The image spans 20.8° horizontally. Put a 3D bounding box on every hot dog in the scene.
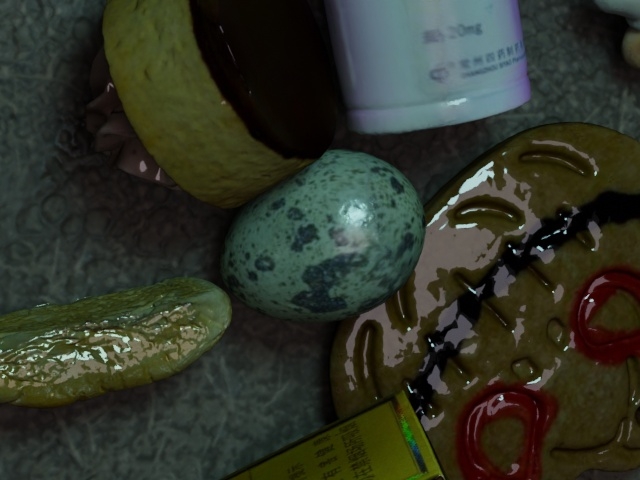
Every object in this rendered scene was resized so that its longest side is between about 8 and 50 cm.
[{"bbox_3d":[-0.187,0.086,1.362,0.242,0.084,0.073,-12,101,-16],"label":"hot dog"}]

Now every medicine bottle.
[{"bbox_3d":[0.072,-0.222,1.355,0.152,0.152,0.254,-13,103,-14],"label":"medicine bottle"}]

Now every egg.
[{"bbox_3d":[0.000,0.000,1.378,0.172,0.132,0.132,-22,106,17],"label":"egg"}]

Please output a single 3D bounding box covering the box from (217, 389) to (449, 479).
[{"bbox_3d":[-0.040,0.242,1.344,0.301,0.193,0.084,-26,105,1],"label":"box"}]

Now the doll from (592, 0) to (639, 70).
[{"bbox_3d":[0.369,-0.236,1.372,0.423,0.348,0.161,20,48,-19],"label":"doll"}]

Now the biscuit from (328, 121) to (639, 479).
[{"bbox_3d":[0.188,0.084,1.487,0.367,0.063,0.314,-46,107,-6],"label":"biscuit"}]

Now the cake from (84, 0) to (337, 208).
[{"bbox_3d":[-0.103,-0.122,1.317,0.178,0.185,0.208,-15,120,22],"label":"cake"}]
